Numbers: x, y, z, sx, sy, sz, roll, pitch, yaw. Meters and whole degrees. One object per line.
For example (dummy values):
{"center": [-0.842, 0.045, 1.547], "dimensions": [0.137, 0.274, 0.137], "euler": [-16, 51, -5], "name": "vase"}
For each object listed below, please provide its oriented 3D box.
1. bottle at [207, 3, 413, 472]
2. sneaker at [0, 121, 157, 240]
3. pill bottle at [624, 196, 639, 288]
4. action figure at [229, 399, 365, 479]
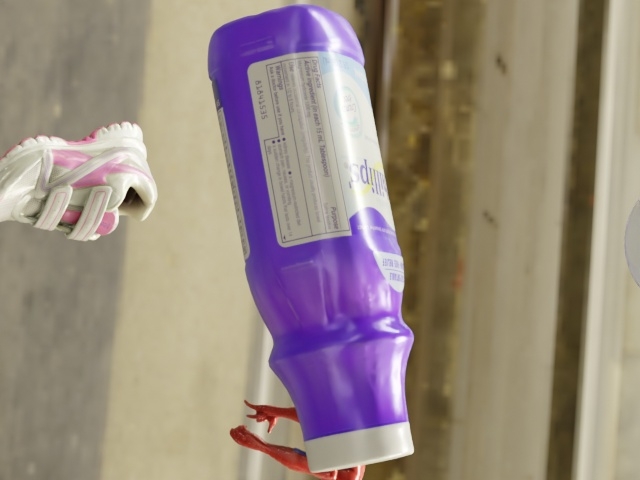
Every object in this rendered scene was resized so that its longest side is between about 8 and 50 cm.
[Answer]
{"center": [0.000, 0.000, 1.120], "dimensions": [0.118, 0.092, 0.283], "euler": [17, 61, -71], "name": "bottle"}
{"center": [-0.282, -0.055, 2.041], "dimensions": [0.252, 0.111, 0.103], "euler": [-19, 156, -38], "name": "sneaker"}
{"center": [0.268, 0.008, 1.145], "dimensions": [0.208, 0.117, 0.118], "euler": [7, 86, -61], "name": "pill bottle"}
{"center": [-0.030, 0.125, 1.533], "dimensions": [0.091, 0.139, 0.280], "euler": [-67, 152, -46], "name": "action figure"}
